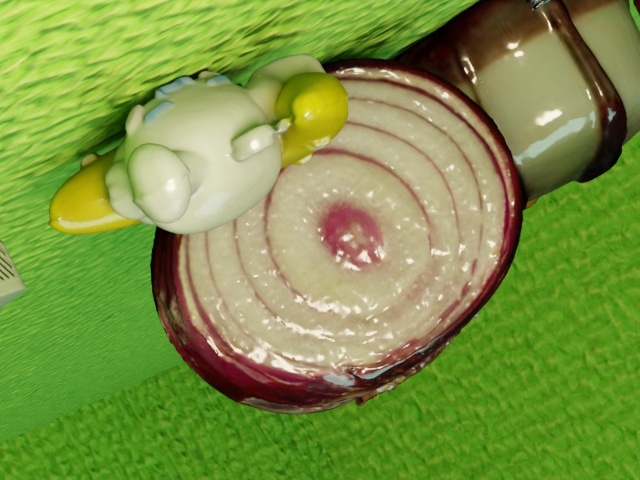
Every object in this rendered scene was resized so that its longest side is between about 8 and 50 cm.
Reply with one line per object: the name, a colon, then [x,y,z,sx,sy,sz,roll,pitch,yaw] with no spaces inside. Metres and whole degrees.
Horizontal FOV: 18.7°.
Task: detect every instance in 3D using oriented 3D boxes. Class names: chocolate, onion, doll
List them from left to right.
doll: [-0.085,-0.067,1.423,0.252,0.111,0.237,-26,-170,-37]
onion: [0.000,0.000,1.698,0.337,0.282,0.260,-41,-179,-14]
chocolate: [0.203,-0.133,1.880,0.283,0.186,0.283,-29,176,-2]

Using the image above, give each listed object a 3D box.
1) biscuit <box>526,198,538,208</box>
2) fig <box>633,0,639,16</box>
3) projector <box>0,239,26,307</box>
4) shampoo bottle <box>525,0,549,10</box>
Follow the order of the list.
biscuit: [0.116,-0.060,2.120,0.326,0.107,0.326,-18,-164,5]
fig: [0.340,-0.262,1.891,0.119,0.119,0.153,-28,-153,-5]
projector: [-0.388,0.090,1.460,0.259,0.079,0.257,-32,175,31]
shampoo bottle: [0.248,-0.258,1.647,0.183,0.050,0.087,-29,178,6]
